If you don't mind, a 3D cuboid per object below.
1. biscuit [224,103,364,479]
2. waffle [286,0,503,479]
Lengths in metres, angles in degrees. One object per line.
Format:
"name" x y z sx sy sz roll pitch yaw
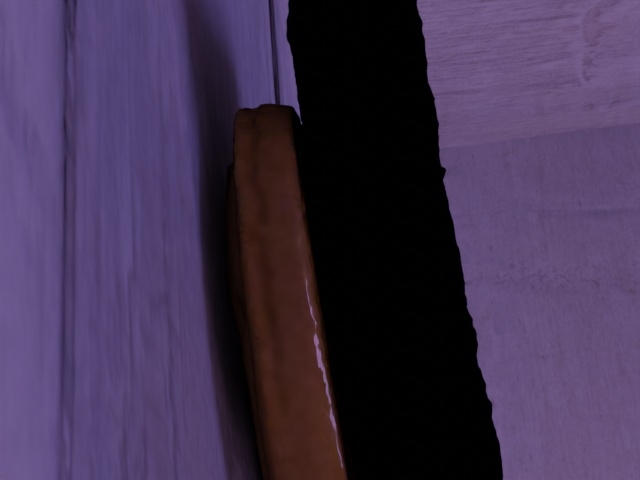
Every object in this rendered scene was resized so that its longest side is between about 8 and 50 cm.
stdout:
"biscuit" -0.004 0.081 0.702 0.202 0.044 0.289 -95 177 -57
"waffle" 0.033 0.018 0.691 0.168 0.057 0.274 54 27 -82
